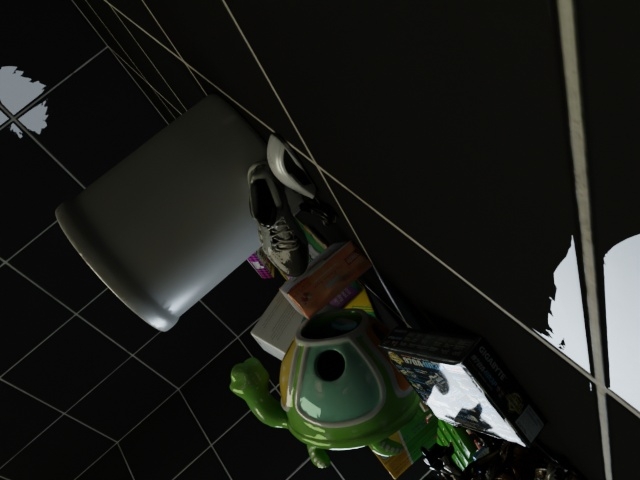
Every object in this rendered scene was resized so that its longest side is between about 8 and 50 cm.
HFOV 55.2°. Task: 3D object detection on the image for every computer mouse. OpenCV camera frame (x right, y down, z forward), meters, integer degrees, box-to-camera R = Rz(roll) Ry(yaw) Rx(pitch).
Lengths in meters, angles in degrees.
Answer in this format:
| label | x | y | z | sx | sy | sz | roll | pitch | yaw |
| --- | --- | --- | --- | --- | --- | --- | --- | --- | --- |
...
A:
| label | x | y | z | sx | sy | sz | roll | pitch | yaw |
| --- | --- | --- | --- | --- | --- | --- | --- | --- | --- |
| computer mouse | -0.044 | -0.099 | 1.045 | 0.193 | 0.042 | 0.106 | 55 | 172 | -37 |

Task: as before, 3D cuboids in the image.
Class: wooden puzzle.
| label | x | y | z | sx | sy | sz | roll | pitch | yaw |
| --- | --- | --- | --- | --- | --- | --- | --- | --- | --- |
| wooden puzzle | 0.000 | 0.000 | 1.416 | 0.116 | 0.014 | 0.078 | 46 | 177 | 24 |

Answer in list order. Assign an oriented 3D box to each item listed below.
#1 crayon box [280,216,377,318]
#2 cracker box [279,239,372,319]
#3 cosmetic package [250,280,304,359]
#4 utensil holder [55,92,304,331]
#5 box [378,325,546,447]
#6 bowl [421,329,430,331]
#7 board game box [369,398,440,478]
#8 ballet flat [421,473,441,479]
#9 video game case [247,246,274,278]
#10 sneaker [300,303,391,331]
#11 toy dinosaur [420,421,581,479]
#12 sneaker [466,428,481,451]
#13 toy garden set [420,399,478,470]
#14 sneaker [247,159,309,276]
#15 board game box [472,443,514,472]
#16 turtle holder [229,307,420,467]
| label | x | y | z | sx | sy | sz | roll | pitch | yaw |
| --- | --- | --- | --- | --- | --- | --- | --- | --- | --- |
| crayon box | -0.007 | 0.099 | 1.590 | 0.363 | 0.106 | 0.313 | 45 | 169 | 30 |
| cracker box | 0.002 | 0.074 | 1.217 | 0.067 | 0.155 | 0.232 | 51 | 172 | -4 |
| cosmetic package | 0.009 | 0.295 | 1.748 | 0.365 | 0.197 | 0.155 | 28 | 160 | 24 |
| utensil holder | -0.274 | -0.064 | 1.250 | 0.328 | 0.385 | 0.327 | 47 | 173 | 8 |
| box | 0.207 | 0.216 | 0.934 | 0.175 | 0.051 | 0.220 | 51 | 158 | -14 |
| bowl | 0.213 | 0.224 | 1.129 | 0.142 | 0.053 | 0.142 | 46 | 173 | 22 |
| board game box | 0.212 | 0.479 | 1.708 | 0.064 | 0.242 | 0.316 | 54 | 171 | -22 |
| ballet flat | 0.254 | 0.489 | 1.123 | 0.173 | 0.049 | 0.057 | 18 | 166 | 47 |
| video game case | -0.172 | -0.028 | 1.712 | 0.232 | 0.041 | 0.210 | 65 | -157 | -64 |
| sneaker | 0.090 | 0.243 | 1.326 | 0.302 | 0.121 | 0.108 | 25 | 158 | -9 |
| toy dinosaur | 0.294 | 0.406 | 1.053 | 0.218 | 0.164 | 0.322 | 43 | 130 | 1 |
| sneaker | 0.341 | 0.441 | 1.452 | 0.128 | 0.087 | 0.221 | 57 | 162 | 9 |
| toy garden set | 0.278 | 0.396 | 1.331 | 0.204 | 0.049 | 0.244 | 57 | 169 | 34 |
| sneaker | -0.083 | -0.022 | 1.084 | 0.132 | 0.086 | 0.229 | -89 | -20 | -73 |
| board game box | 0.454 | 0.547 | 1.217 | 0.302 | 0.086 | 0.308 | 44 | 171 | 35 |
| turtle holder | 0.020 | 0.253 | 1.150 | 0.320 | 0.243 | 0.228 | 0 | 115 | 37 |
